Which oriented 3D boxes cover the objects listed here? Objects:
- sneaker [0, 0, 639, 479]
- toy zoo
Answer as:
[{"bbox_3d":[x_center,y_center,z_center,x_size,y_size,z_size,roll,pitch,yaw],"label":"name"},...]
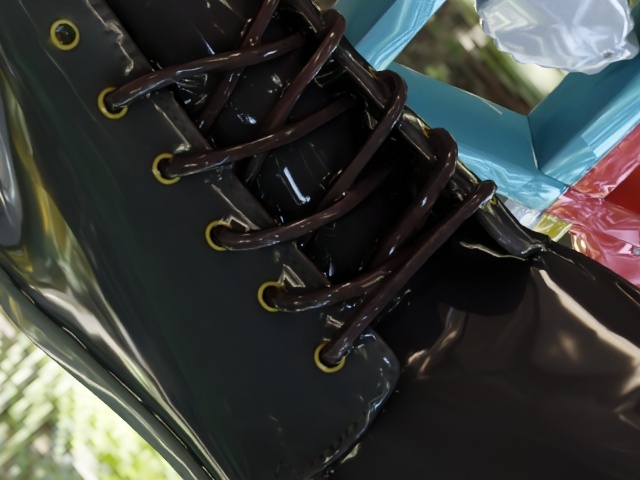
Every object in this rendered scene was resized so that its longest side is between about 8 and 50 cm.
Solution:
[{"bbox_3d":[0.000,0.000,0.356,0.083,0.222,0.118,-43,144,-28],"label":"sneaker"},{"bbox_3d":[0.077,-0.026,0.615,0.293,0.192,0.030,-47,-145,38],"label":"toy zoo"}]
